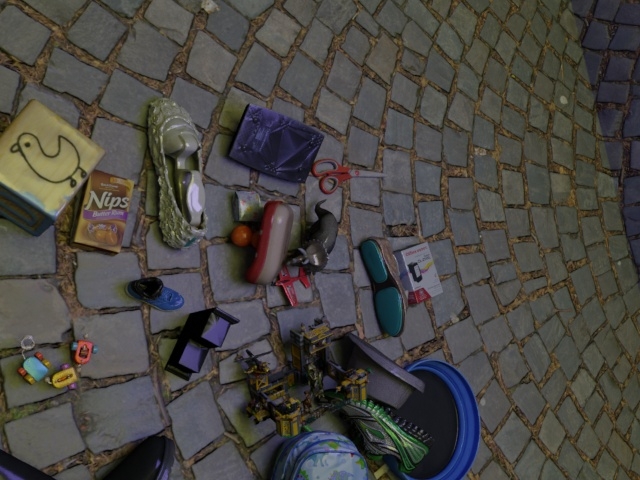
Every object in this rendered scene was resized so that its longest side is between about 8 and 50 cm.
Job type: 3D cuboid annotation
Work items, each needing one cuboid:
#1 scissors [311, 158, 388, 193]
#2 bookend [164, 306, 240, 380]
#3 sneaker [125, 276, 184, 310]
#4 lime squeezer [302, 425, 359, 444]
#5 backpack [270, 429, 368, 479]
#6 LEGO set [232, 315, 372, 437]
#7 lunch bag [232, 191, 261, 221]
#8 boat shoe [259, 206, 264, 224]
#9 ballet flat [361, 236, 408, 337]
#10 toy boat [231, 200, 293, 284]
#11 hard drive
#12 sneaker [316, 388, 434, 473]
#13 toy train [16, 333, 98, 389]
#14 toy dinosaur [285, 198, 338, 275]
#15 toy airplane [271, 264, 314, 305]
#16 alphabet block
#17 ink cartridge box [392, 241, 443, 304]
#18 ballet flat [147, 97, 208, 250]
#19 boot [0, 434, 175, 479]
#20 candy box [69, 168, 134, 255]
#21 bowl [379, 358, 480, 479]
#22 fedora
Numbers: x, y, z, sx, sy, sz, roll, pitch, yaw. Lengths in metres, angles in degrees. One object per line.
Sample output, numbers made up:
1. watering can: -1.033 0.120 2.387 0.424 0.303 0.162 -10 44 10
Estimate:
1. scissors: 0.098 -0.221 2.039 0.297 0.021 0.109 -19 89 -35
2. bookend: -0.288 0.252 1.571 0.072 0.157 0.156 34 61 -24
3. sneaker: -0.389 0.131 1.571 0.152 0.084 0.058 26 65 -29
4. lime squeezer: 0.029 0.541 1.792 0.310 0.058 0.110 26 66 -28
5. backpack: -0.003 0.662 1.634 0.289 0.273 0.356 9 62 -11
6. LEGO set: -0.040 0.329 1.666 0.331 0.255 0.192 -15 115 -26
7. lunch bag: -0.203 -0.093 1.777 0.071 0.053 0.083 -2 90 -34
8. boat shoe: -0.144 -0.049 1.824 0.100 0.035 0.035 64 26 -1
9. ballet flat: 0.218 0.136 1.996 0.106 0.107 0.316 -10 86 -50
10. toy boat: -0.165 0.001 1.727 0.151 0.151 0.231 12 95 7
11. hard drive: -0.127 -0.273 1.829 0.254 0.054 0.172 17 101 -32
12. sneaker: 0.136 0.519 1.783 0.343 0.134 0.146 30 79 4
13. toy train: -0.584 0.264 1.430 0.166 0.046 0.125 13 71 -36
14. toy dinosaur: 0.000 0.000 1.816 0.121 0.160 0.314 41 51 -11
15. toy airplane: -0.080 0.109 1.832 0.151 0.028 0.151 13 66 -30
16. alphabet block: -0.620 -0.152 1.408 0.192 0.193 0.197 38 60 -24
17. ink cartridge box: 0.303 0.105 2.077 0.127 0.072 0.175 -18 90 -36
18. ballet flat: -0.344 -0.182 1.648 0.146 0.147 0.409 -4 81 -36
19. boot: -0.567 0.496 1.339 0.445 0.146 0.367 34 60 -20
20. candy box: -0.520 -0.067 1.546 0.109 0.053 0.187 17 69 -31
21. bowl: 0.331 0.563 1.989 0.390 0.077 0.392 9 75 -33
22. fedora: 0.160 0.384 1.830 0.124 0.275 0.243 -57 138 -4
